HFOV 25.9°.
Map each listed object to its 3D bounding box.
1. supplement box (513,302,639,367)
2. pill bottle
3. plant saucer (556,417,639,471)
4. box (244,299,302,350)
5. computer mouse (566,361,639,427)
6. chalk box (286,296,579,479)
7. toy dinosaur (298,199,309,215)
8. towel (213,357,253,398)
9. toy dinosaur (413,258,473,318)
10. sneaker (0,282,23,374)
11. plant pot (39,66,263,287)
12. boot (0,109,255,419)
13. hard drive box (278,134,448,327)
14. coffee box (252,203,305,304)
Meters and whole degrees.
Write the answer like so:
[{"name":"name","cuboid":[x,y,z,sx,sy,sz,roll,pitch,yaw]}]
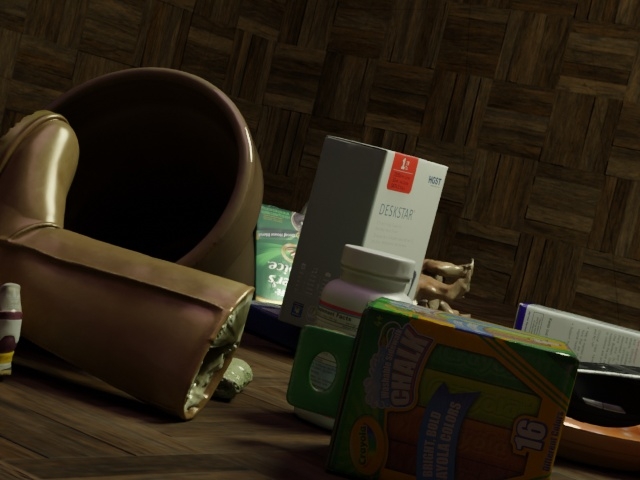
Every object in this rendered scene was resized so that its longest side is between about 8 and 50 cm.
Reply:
[{"name":"supplement box","cuboid":[0.380,0.166,1.943,0.220,0.114,0.111,13,1,19]},{"name":"pill bottle","cuboid":[0.035,0.088,1.245,0.087,0.160,0.087,14,2,-1]},{"name":"plant saucer","cuboid":[0.263,0.198,1.440,0.200,0.037,0.200,12,3,-1]},{"name":"box","cuboid":[-0.001,0.121,1.770,0.136,0.036,0.225,11,3,-39]},{"name":"computer mouse","cuboid":[0.230,0.148,1.410,0.262,0.060,0.184,6,1,-14]},{"name":"chalk box","cuboid":[0.080,0.122,1.090,0.213,0.132,0.132,13,2,6]},{"name":"toy dinosaur","cuboid":[0.000,0.000,2.116,0.121,0.313,0.160,29,-24,41]},{"name":"towel","cuboid":[-0.139,0.114,1.285,0.148,0.027,0.110,14,3,4]},{"name":"toy dinosaur","cuboid":[0.110,0.082,1.962,0.200,0.127,0.295,5,15,8]},{"name":"sneaker","cuboid":[-0.315,0.049,1.121,0.185,0.084,0.069,15,3,24]},{"name":"plant pot","cuboid":[-0.165,0.000,1.383,0.263,0.263,0.229,14,-27,22]},{"name":"boot","cuboid":[-0.180,0.016,1.196,0.270,0.236,0.089,17,-31,17]},{"name":"hard drive box","cuboid":[0.055,0.001,1.713,0.089,0.232,0.181,16,5,29]},{"name":"coffee box","cuboid":[-0.046,0.039,1.974,0.113,0.184,0.040,14,-40,-17]}]
